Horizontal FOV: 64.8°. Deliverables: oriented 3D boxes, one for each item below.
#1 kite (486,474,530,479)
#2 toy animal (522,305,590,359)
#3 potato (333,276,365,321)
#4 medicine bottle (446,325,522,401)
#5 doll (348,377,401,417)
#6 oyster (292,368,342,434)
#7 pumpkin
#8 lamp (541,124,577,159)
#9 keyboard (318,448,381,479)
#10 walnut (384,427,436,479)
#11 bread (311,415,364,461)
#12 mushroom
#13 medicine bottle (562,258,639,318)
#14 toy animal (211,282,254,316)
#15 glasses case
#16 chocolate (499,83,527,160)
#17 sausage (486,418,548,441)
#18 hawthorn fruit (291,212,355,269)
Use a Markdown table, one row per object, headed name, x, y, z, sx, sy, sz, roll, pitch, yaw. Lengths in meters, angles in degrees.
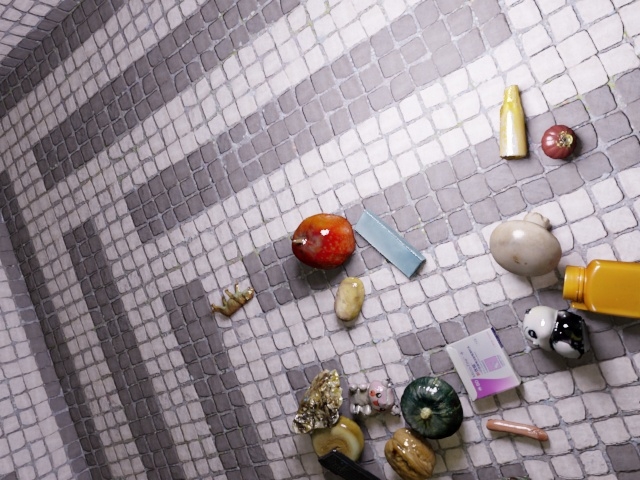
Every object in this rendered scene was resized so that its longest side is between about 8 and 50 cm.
| name | x | y | z | sx | sy | sz | roll | pitch | yaw |
| --- | --- | --- | --- | --- | --- | --- | --- | --- | --- |
| kite | 0.628 | 0.867 | 1.661 | 0.230 | 0.012 | 0.249 | 25 | 107 | 27 |
| toy animal | 0.694 | 0.273 | 1.492 | 0.179 | 0.166 | 0.138 | 8 | 56 | 35 |
| potato | 0.104 | 0.213 | 1.823 | 0.107 | 0.080 | 0.170 | 17 | 108 | 24 |
| medicine bottle | 0.529 | 0.402 | 1.641 | 0.171 | 0.052 | 0.200 | -30 | 80 | 27 |
| doll | 0.188 | 0.562 | 1.811 | 0.192 | 0.095 | 0.149 | -5 | 99 | 26 |
| oyster | -0.010 | 0.592 | 1.877 | 0.214 | 0.083 | 0.222 | -30 | 42 | 23 |
| pumpkin | 0.369 | 0.558 | 1.682 | 0.212 | 0.152 | 0.211 | 12 | 116 | 26 |
| lamp | 0.689 | -0.284 | 1.461 | 0.101 | 0.090 | 0.101 | 0 | 91 | -6 |
| keyboard | 0.110 | 0.847 | 1.848 | 0.262 | 0.016 | 0.106 | 41 | 118 | -19 |
| walnut | 0.313 | 0.742 | 1.738 | 0.184 | 0.155 | 0.155 | 44 | 113 | 22 |
| bread | 0.066 | 0.745 | 1.886 | 0.214 | 0.105 | 0.213 | 7 | 110 | 21 |
| mushroom | 0.614 | 0.002 | 1.496 | 0.205 | 0.204 | 0.204 | 3 | 97 | 27 |
| medicine bottle | 0.813 | 0.131 | 1.427 | 0.222 | 0.112 | 0.149 | 6 | 98 | 27 |
| toy animal | -0.367 | 0.252 | 2.086 | 0.241 | 0.057 | 0.099 | -44 | 76 | 24 |
| glasses case | 0.242 | 0.003 | 1.753 | 0.266 | 0.056 | 0.105 | 43 | 137 | 17 |
| chocolate | 0.580 | -0.356 | 1.522 | 0.086 | 0.086 | 0.219 | 0 | 92 | 27 |
| sausage | 0.628 | 0.606 | 1.617 | 0.187 | 0.043 | 0.043 | 3 | 97 | 27 |
| hawthorn fruit | 0.000 | 0.000 | 1.774 | 0.215 | 0.250 | 0.215 | -11 | 75 | 49 |
